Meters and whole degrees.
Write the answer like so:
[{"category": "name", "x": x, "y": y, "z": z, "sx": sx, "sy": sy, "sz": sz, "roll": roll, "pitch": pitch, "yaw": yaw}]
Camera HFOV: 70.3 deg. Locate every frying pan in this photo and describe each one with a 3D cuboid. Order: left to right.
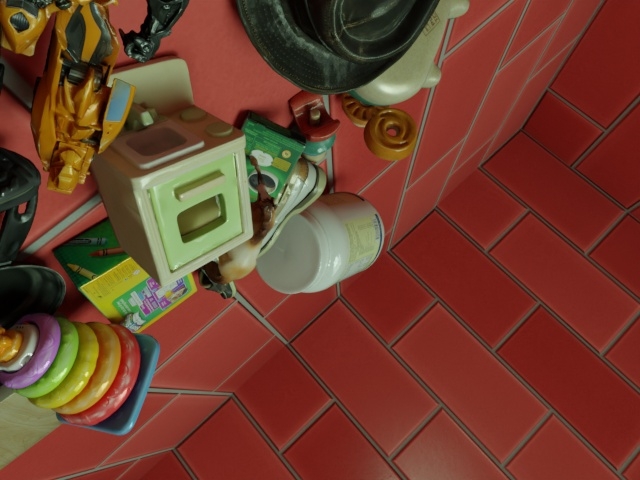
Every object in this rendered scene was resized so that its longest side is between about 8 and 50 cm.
[{"category": "frying pan", "x": -0.440, "y": 0.058, "z": 0.576, "sx": 0.197, "sy": 0.053, "sz": 0.326, "roll": -32, "pitch": 158, "yaw": -35}]

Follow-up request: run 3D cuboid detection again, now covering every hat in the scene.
[{"category": "hat", "x": 0.068, "y": -0.321, "z": 0.554, "sx": 0.331, "sy": 0.134, "sz": 0.332, "roll": -17, "pitch": 131, "yaw": -21}]

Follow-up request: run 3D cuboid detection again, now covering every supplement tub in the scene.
[{"category": "supplement tub", "x": 0.000, "y": 0.000, "z": 1.166, "sx": 0.235, "sy": 0.235, "sz": 0.324, "roll": -53, "pitch": 162, "yaw": 27}]

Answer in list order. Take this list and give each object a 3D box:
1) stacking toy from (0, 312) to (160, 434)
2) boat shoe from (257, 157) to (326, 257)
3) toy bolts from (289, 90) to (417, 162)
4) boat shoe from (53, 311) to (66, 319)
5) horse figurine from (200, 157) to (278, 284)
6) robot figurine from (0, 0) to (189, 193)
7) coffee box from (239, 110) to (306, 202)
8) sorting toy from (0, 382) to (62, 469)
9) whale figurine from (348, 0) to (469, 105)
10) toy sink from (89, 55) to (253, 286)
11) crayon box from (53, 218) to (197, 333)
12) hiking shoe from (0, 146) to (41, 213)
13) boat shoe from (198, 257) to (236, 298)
[{"category": "stacking toy", "x": -0.400, "y": 0.170, "z": 0.660, "sx": 0.302, "sy": 0.175, "sz": 0.166, "roll": 52, "pitch": 43, "yaw": -54}, {"category": "boat shoe", "x": -0.125, "y": -0.065, "z": 0.963, "sx": 0.103, "sy": 0.113, "sz": 0.302, "roll": 20, "pitch": 125, "yaw": -42}, {"category": "toy bolts", "x": 0.059, "y": -0.212, "z": 0.900, "sx": 0.228, "sy": 0.218, "sz": 0.158, "roll": -22, "pitch": 165, "yaw": -10}, {"category": "boat shoe", "x": -0.481, "y": 0.157, "z": 0.743, "sx": 0.125, "sy": 0.038, "sz": 0.046, "roll": -42, "pitch": 123, "yaw": -28}, {"category": "horse figurine", "x": -0.138, "y": -0.012, "z": 0.762, "sx": 0.066, "sy": 0.175, "sz": 0.263, "roll": 8, "pitch": 130, "yaw": -36}, {"category": "robot figurine", "x": -0.226, "y": -0.165, "z": 0.350, "sx": 0.211, "sy": 0.085, "sz": 0.291, "roll": 11, "pitch": 140, "yaw": -32}, {"category": "coffee box", "x": -0.116, "y": -0.127, "z": 0.814, "sx": 0.184, "sy": 0.113, "sz": 0.040, "roll": -57, "pitch": -157, "yaw": 32}, {"category": "sorting toy", "x": -0.586, "y": 0.318, "z": 0.791, "sx": 0.255, "sy": 0.089, "sz": 0.257, "roll": -37, "pitch": 163, "yaw": -23}, {"category": "whale figurine", "x": 0.129, "y": -0.353, "z": 0.775, "sx": 0.272, "sy": 0.216, "sz": 0.141, "roll": -48, "pitch": -155, "yaw": -11}, {"category": "toy sink", "x": -0.185, "y": -0.085, "z": 0.572, "sx": 0.152, "sy": 0.131, "sz": 0.234, "roll": -32, "pitch": 140, "yaw": -34}, {"category": "crayon box", "x": -0.325, "y": 0.061, "z": 0.806, "sx": 0.165, "sy": 0.081, "sz": 0.278, "roll": -37, "pitch": 162, "yaw": -23}, {"category": "hiking shoe", "x": -0.398, "y": -0.022, "z": 0.456, "sx": 0.226, "sy": 0.086, "sz": 0.114, "roll": -27, "pitch": 166, "yaw": -25}, {"category": "boat shoe", "x": -0.249, "y": 0.079, "z": 1.054, "sx": 0.073, "sy": 0.080, "sz": 0.224, "roll": -32, "pitch": 155, "yaw": -20}]
